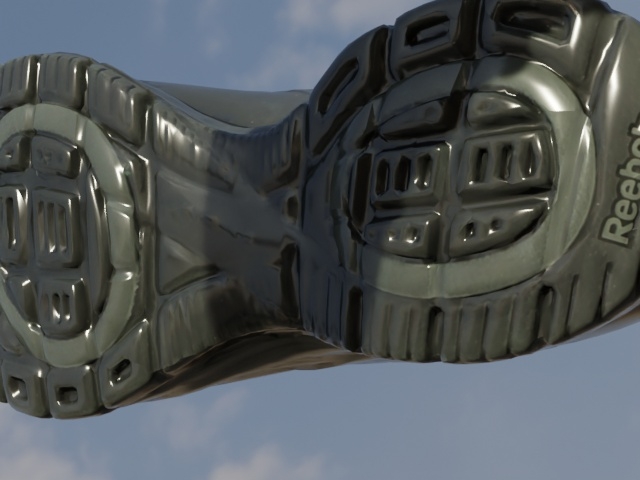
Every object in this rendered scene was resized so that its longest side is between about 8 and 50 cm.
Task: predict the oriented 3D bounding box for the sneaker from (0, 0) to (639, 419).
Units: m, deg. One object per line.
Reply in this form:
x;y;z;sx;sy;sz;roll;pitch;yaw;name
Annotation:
0.000;0.000;0.493;0.130;0.286;0.109;7;-95;-51;sneaker
